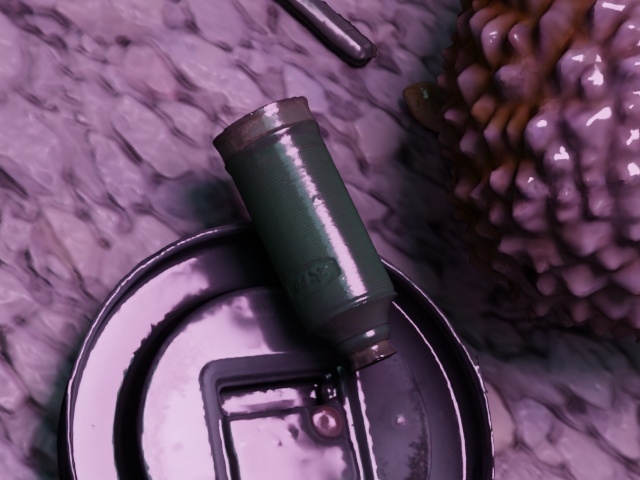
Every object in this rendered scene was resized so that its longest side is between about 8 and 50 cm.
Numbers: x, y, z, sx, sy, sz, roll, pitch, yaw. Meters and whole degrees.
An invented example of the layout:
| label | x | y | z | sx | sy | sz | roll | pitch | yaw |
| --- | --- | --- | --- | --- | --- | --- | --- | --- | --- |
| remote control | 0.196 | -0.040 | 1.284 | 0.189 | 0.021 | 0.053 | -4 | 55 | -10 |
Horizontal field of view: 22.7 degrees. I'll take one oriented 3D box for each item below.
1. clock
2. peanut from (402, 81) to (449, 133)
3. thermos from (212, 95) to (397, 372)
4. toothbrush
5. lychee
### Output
| label | x | y | z | sx | sy | sz | roll | pitch | yaw |
| --- | --- | --- | --- | --- | --- | --- | --- | --- | --- |
| clock | -0.029 | 0.139 | 1.100 | 0.312 | 0.061 | 0.312 | 7 | 68 | -19 |
| peanut | 0.100 | -0.097 | 1.256 | 0.083 | 0.037 | 0.037 | 27 | 63 | -14 |
| thermos | -0.004 | 0.001 | 1.095 | 0.073 | 0.083 | 0.188 | -24 | 80 | -5 |
| toothbrush | -0.072 | -0.236 | 1.245 | 0.297 | 0.030 | 0.030 | 40 | 53 | -5 |
| lychee | 0.264 | -0.120 | 1.136 | 0.432 | 0.380 | 0.380 | -40 | 88 | -21 |
